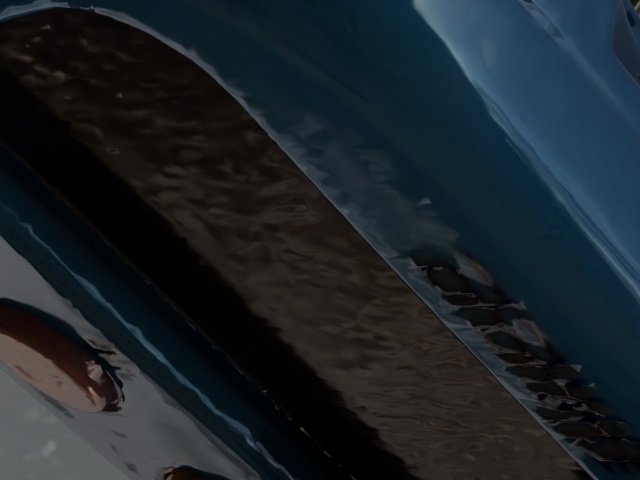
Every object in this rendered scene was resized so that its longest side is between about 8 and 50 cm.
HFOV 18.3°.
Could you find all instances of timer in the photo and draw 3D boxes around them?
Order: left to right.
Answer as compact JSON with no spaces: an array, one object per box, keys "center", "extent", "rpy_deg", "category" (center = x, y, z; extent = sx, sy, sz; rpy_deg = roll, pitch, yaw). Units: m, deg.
[{"center":[0.000,0.000,0.576],"extent":[0.309,0.340,0.115],"rpy_deg":[-3,-132,52],"category":"timer"}]

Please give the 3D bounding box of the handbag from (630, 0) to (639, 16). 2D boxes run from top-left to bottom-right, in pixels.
[{"center":[0.068,-0.202,0.929],"extent":[0.162,0.327,0.325],"rpy_deg":[-10,-100,-4],"category":"handbag"}]
